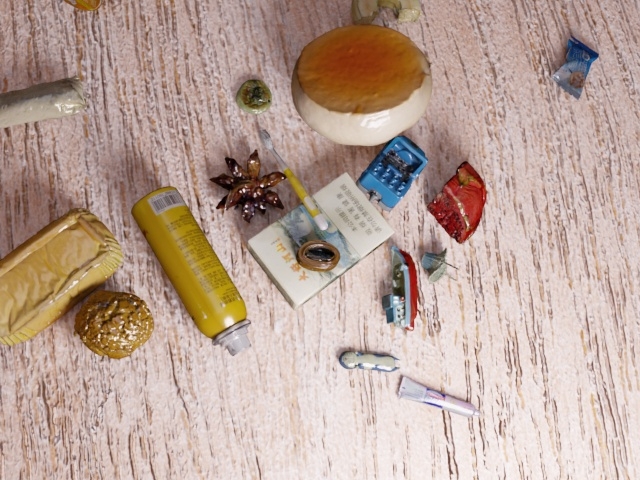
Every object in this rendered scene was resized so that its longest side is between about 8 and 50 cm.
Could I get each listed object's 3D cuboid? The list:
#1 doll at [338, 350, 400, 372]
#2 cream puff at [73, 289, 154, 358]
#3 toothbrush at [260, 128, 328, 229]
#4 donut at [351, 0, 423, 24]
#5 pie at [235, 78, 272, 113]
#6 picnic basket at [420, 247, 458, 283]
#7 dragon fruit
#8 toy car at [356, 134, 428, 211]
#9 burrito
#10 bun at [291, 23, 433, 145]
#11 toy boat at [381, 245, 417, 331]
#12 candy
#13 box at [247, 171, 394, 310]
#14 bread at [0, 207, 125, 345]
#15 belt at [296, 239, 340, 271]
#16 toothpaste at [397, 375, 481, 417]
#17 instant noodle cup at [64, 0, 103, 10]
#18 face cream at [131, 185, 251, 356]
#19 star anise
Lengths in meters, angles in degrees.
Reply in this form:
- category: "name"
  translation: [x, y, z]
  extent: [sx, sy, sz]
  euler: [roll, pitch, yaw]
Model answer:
- category: "doll"
  translation: [0.098, 0.241, 1.330]
  extent: [0.125, 0.027, 0.037]
  euler: [5, 66, -6]
- category: "cream puff"
  translation: [-0.383, 0.153, 1.251]
  extent: [0.143, 0.103, 0.126]
  euler: [17, 71, -8]
- category: "toothbrush"
  translation: [-0.059, -0.130, 1.371]
  extent: [0.021, 0.024, 0.288]
  euler: [-26, 59, -12]
- category: "donut"
  translation: [0.145, -0.550, 1.553]
  extent: [0.165, 0.065, 0.108]
  euler: [-10, 75, -10]
- category: "pie"
  translation: [-0.144, -0.315, 1.466]
  extent: [0.084, 0.021, 0.084]
  euler: [2, 74, -7]
- category: "picnic basket"
  translation: [0.250, 0.055, 1.392]
  extent: [0.083, 0.065, 0.083]
  euler: [22, 66, 22]
- category: "dragon fruit"
  translation: [0.314, -0.092, 1.414]
  extent: [0.127, 0.120, 0.161]
  euler: [44, 68, 0]
- category: "toy car"
  translation: [0.160, -0.153, 1.395]
  extent: [0.097, 0.100, 0.191]
  euler: [40, 50, -2]
- category: "burrito"
  translation: [-0.620, -0.272, 1.370]
  extent: [0.275, 0.059, 0.082]
  euler: [-16, 69, -12]
- category: "bun"
  translation: [0.090, -0.308, 1.413]
  extent: [0.298, 0.165, 0.299]
  euler: [-3, 58, 4]
- category: "toy boat"
  translation: [0.159, 0.097, 1.359]
  extent: [0.058, 0.069, 0.173]
  euler: [4, 78, -15]
- category: "candy"
  translation: [0.602, -0.410, 1.591]
  extent: [0.088, 0.038, 0.136]
  euler: [30, 79, -12]
- category: "box"
  translation: [0.000, 0.000, 1.367]
  extent: [0.256, 0.069, 0.164]
  euler: [-36, 81, -16]
- category: "bread"
  translation: [-0.514, 0.064, 1.252]
  extent: [0.288, 0.119, 0.152]
  euler: [-42, 86, -16]
- category: "belt"
  translation: [-0.004, 0.029, 1.302]
  extent: [0.083, 0.036, 0.059]
  euler: [7, 71, -8]
- category: "toothpaste"
  translation: [0.237, 0.317, 1.327]
  extent: [0.169, 0.028, 0.045]
  euler: [19, 79, 0]
- category: "instant noodle cup"
  translation: [-0.493, -0.622, 1.447]
  extent: [0.168, 0.168, 0.185]
  euler: [25, 64, 0]
- category: "face cream"
  translation: [-0.238, 0.065, 1.297]
  extent: [0.105, 0.105, 0.349]
  euler: [-30, 80, -15]
- category: "star anise"
  translation: [-0.146, -0.111, 1.389]
  extent: [0.167, 0.057, 0.168]
  euler: [6, 66, -13]
